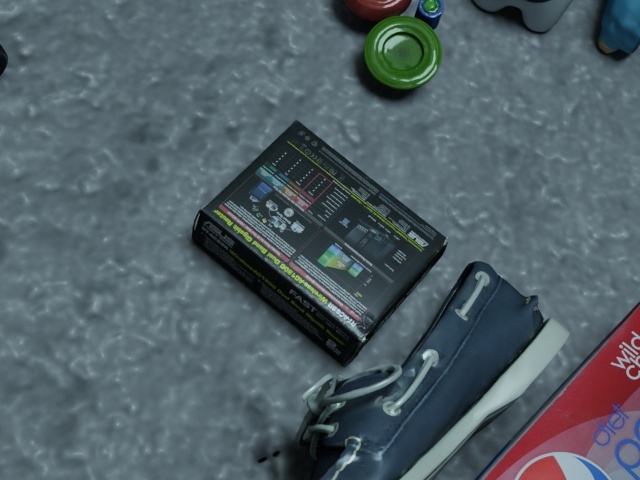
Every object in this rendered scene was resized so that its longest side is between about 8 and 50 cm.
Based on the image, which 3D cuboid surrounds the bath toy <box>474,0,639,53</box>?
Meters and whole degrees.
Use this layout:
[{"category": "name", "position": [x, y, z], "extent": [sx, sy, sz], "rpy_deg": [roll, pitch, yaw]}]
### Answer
[{"category": "bath toy", "position": [0.096, -0.259, 0.856], "extent": [0.348, 0.129, 0.151], "rpy_deg": [19, 58, -3]}]

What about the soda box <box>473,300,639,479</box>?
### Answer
[{"category": "soda box", "position": [0.137, 0.130, 0.665], "extent": [0.083, 0.092, 0.263], "rpy_deg": [42, 59, 12]}]

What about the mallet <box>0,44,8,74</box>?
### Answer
[{"category": "mallet", "position": [-0.277, -0.088, 0.712], "extent": [0.189, 0.039, 0.062], "rpy_deg": [-28, 73, -23]}]

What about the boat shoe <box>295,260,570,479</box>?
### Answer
[{"category": "boat shoe", "position": [0.036, 0.097, 0.655], "extent": [0.079, 0.095, 0.254], "rpy_deg": [45, 58, 10]}]

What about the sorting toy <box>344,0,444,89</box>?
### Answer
[{"category": "sorting toy", "position": [0.051, -0.143, 0.834], "extent": [0.061, 0.042, 0.102], "rpy_deg": [-15, 77, -6]}]

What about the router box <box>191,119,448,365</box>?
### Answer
[{"category": "router box", "position": [0.000, 0.000, 0.733], "extent": [0.122, 0.038, 0.092], "rpy_deg": [39, 58, 9]}]
